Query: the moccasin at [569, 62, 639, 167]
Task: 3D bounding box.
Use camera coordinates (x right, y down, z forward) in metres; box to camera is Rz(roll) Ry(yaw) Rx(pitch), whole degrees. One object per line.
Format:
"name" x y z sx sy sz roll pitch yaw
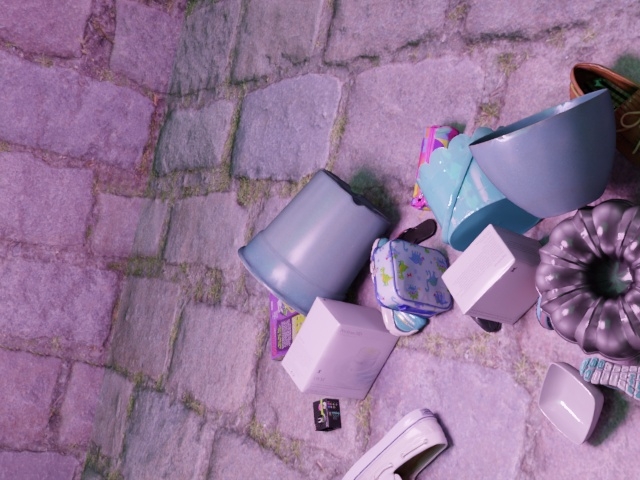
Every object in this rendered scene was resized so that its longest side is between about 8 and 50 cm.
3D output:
"moccasin" 0.650 -0.259 1.594 0.139 0.147 0.380 -35 44 7

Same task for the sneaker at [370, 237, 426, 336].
"sneaker" 0.212 0.117 2.077 0.110 0.107 0.275 -27 69 31

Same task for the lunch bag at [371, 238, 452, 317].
"lunch bag" 0.228 0.100 1.953 0.090 0.219 0.176 -29 57 44

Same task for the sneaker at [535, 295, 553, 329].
"sneaker" 0.560 0.103 1.634 0.262 0.104 0.125 -56 44 23

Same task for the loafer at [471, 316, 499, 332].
"loafer" 0.377 0.157 1.893 0.061 0.062 0.170 90 159 -55

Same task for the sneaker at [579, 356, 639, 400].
"sneaker" 0.606 0.274 1.553 0.166 0.076 0.065 20 90 27

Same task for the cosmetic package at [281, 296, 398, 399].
"cosmetic package" 0.055 0.293 2.101 0.138 0.224 0.225 45 114 49

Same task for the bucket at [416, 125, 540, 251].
"bucket" 0.376 -0.110 1.808 0.281 0.281 0.183 -42 54 35

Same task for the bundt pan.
"bundt pan" 0.571 0.073 1.517 0.330 0.124 0.331 -3 83 28

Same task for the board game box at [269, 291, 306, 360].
"board game box" -0.085 0.188 2.460 0.208 0.056 0.347 -23 61 41

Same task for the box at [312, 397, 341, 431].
"box" 0.019 0.497 2.221 0.062 0.052 0.083 -29 58 42

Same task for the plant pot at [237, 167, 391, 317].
"plant pot" 0.000 0.000 2.194 0.334 0.341 0.341 -53 42 9

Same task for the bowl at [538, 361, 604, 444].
"bowl" 0.526 0.332 1.614 0.142 0.053 0.142 49 141 49

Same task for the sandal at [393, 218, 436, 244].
"sandal" 0.239 -0.006 2.120 0.179 0.040 0.067 -39 52 38

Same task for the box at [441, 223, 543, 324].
"box" 0.410 0.081 1.764 0.182 0.181 0.119 -52 43 27

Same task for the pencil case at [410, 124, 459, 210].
"pencil case" 0.302 -0.187 2.057 0.104 0.104 0.236 1 78 51

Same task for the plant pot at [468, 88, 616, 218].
"plant pot" 0.470 -0.159 1.577 0.290 0.290 0.195 -16 99 48

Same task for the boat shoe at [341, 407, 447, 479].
"boat shoe" 0.186 0.593 1.931 0.367 0.135 0.156 -49 47 16
